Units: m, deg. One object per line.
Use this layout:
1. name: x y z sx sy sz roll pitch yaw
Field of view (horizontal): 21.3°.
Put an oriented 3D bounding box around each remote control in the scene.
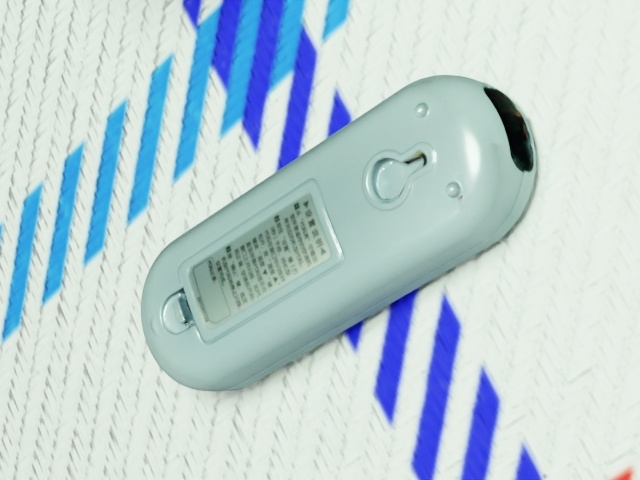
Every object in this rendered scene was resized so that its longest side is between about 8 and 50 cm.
1. remote control: 0.000 0.000 0.842 0.244 0.047 0.087 -33 65 31
